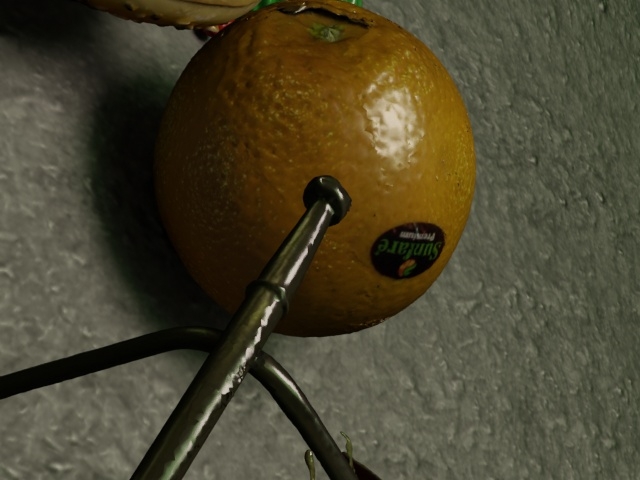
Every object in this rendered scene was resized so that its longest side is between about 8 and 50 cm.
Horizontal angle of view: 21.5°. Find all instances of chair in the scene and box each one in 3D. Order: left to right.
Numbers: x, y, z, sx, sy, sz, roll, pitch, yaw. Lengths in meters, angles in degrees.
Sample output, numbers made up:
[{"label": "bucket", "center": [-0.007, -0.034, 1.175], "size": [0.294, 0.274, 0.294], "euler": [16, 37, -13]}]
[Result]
[{"label": "chair", "center": [-0.123, 0.261, 0.912], "size": [0.365, 0.362, 0.410], "euler": [59, 37, -20]}]

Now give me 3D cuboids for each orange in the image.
[{"label": "orange", "center": [-0.005, -0.060, 1.350], "size": [0.274, 0.274, 0.274], "euler": [36, 44, -45]}]

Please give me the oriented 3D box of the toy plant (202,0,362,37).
[{"label": "toy plant", "center": [-0.045, -0.210, 1.562], "size": [0.154, 0.088, 0.240], "euler": [47, 46, -14]}]

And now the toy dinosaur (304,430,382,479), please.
[{"label": "toy dinosaur", "center": [-0.020, 0.244, 1.340], "size": [0.327, 0.113, 0.207], "euler": [-54, 145, -43]}]

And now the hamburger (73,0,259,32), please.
[{"label": "hamburger", "center": [-0.152, -0.284, 1.281], "size": [0.300, 0.176, 0.300], "euler": [25, 35, -19]}]
